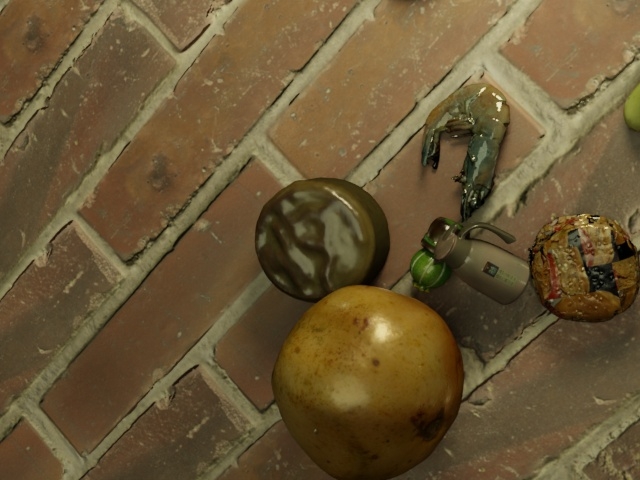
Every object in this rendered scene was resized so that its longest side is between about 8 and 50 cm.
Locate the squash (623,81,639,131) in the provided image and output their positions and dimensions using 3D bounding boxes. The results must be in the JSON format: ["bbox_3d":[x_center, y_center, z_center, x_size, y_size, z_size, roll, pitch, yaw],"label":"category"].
[{"bbox_3d":[0.676,-0.315,1.511,0.083,0.083,0.250,41,104,11],"label":"squash"}]

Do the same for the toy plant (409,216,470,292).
[{"bbox_3d":[0.249,0.035,1.693,0.092,0.093,0.162,31,106,14],"label":"toy plant"}]

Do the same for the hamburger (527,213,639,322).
[{"bbox_3d":[0.528,0.058,1.594,0.231,0.107,0.231,3,103,14],"label":"hamburger"}]

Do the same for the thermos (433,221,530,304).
[{"bbox_3d":[0.329,0.032,1.611,0.193,0.105,0.137,28,112,-19],"label":"thermos"}]

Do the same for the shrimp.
[{"bbox_3d":[0.290,-0.191,1.665,0.178,0.075,0.289,17,103,25],"label":"shrimp"}]

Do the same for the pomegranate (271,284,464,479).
[{"bbox_3d":[0.083,0.287,1.623,0.416,0.416,0.417,2,97,19],"label":"pomegranate"}]

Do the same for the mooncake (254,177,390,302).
[{"bbox_3d":[0.000,0.000,1.745,0.284,0.155,0.284,3,99,19],"label":"mooncake"}]
